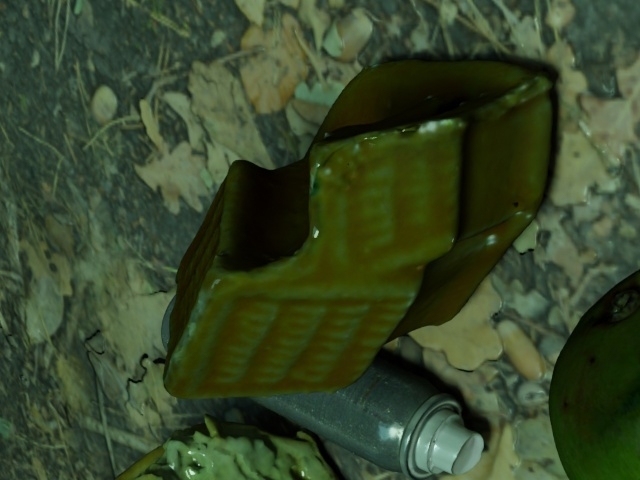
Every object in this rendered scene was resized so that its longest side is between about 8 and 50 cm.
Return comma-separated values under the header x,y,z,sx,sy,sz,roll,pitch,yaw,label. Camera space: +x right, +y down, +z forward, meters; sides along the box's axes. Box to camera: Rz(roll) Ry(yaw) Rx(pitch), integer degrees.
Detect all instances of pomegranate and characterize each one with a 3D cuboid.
x,y,z,sx,sy,sz,roll,pitch,yaw,label
0.240,0.114,0.923,0.225,0.187,0.187,51,139,-10,pomegranate

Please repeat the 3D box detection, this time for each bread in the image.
x,y,z,sx,sy,sz,roll,pitch,yaw,label
-0.089,0.277,1.310,0.252,0.238,0.196,-40,39,43,bread

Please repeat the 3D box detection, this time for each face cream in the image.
x,y,z,sx,sy,sz,roll,pitch,yaw,label
-0.001,0.107,1.219,0.283,0.073,0.073,23,124,36,face cream

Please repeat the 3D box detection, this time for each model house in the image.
x,y,z,sx,sy,sz,roll,pitch,yaw,label
0.000,-0.010,1.039,0.173,0.239,0.268,47,136,19,model house
